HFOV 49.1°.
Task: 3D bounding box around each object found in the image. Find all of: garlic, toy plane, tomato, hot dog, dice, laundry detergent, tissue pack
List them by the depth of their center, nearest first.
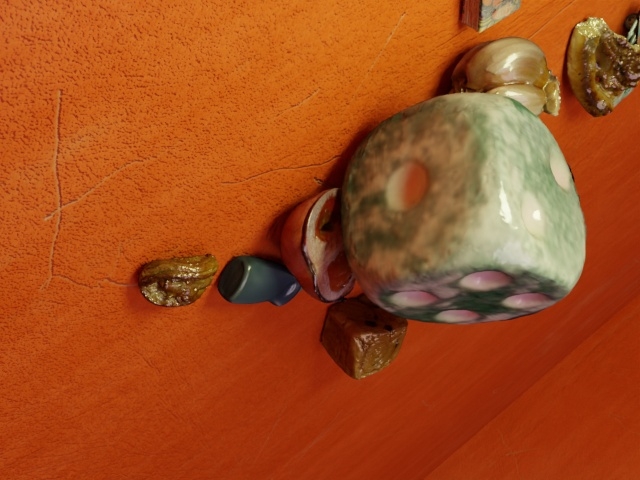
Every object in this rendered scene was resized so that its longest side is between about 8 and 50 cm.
[{"bbox_3d":[-0.239,0.064,1.200,0.147,0.065,0.099,-6,140,-47],"label":"hot dog"},{"bbox_3d":[0.302,-0.454,1.222,0.109,0.060,0.148,-34,146,-15],"label":"tissue pack"},{"bbox_3d":[0.260,-0.041,1.268,0.328,0.330,0.348,-19,149,38],"label":"dice"},{"bbox_3d":[0.000,0.000,1.339,0.199,0.112,0.227,-40,130,-39],"label":"tomato"},{"bbox_3d":[0.336,-0.304,1.340,0.191,0.214,0.160,5,102,-12],"label":"garlic"},{"bbox_3d":[-0.102,0.081,1.368,0.206,0.061,0.096,10,110,-52],"label":"laundry detergent"},{"bbox_3d":[0.758,-0.454,1.676,0.223,0.104,0.326,0,131,-46],"label":"toy plane"}]

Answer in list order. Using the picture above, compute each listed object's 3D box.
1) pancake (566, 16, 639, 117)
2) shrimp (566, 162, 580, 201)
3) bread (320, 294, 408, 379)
[{"bbox_3d":[0.684,-0.400,1.597,0.245,0.057,0.266,-12,137,6],"label":"pancake"},{"bbox_3d":[0.620,-0.167,1.839,0.287,0.063,0.152,17,79,-47],"label":"shrimp"},{"bbox_3d":[0.101,0.225,1.670,0.149,0.143,0.158,-21,136,-31],"label":"bread"}]
